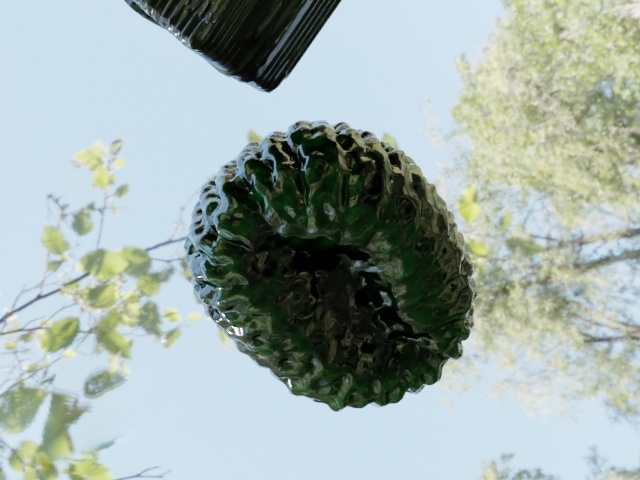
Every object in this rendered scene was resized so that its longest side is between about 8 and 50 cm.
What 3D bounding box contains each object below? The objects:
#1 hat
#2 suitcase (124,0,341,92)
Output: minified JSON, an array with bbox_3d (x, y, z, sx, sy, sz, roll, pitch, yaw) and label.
[{"bbox_3d":[0.000,0.000,0.754,0.274,0.242,0.332,60,-176,-20],"label":"hat"},{"bbox_3d":[-0.041,-0.316,0.596,0.229,0.335,0.152,42,-166,21],"label":"suitcase"}]
